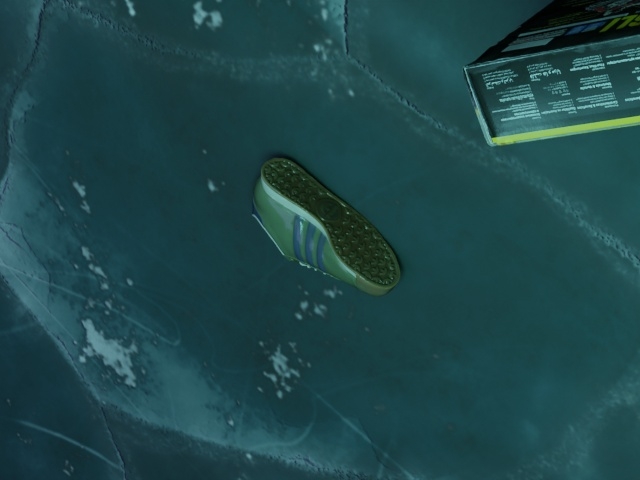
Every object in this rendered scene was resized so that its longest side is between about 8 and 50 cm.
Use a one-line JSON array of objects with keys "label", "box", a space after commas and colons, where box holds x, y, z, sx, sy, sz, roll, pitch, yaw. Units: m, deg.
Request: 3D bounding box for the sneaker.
[{"label": "sneaker", "box": [0.000, 0.000, 1.814, 0.192, 0.064, 0.086, 43, 142, 9]}]

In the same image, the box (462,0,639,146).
[{"label": "box", "box": [0.311, -0.173, 1.314, 0.322, 0.257, 0.079, -6, 114, 40]}]
